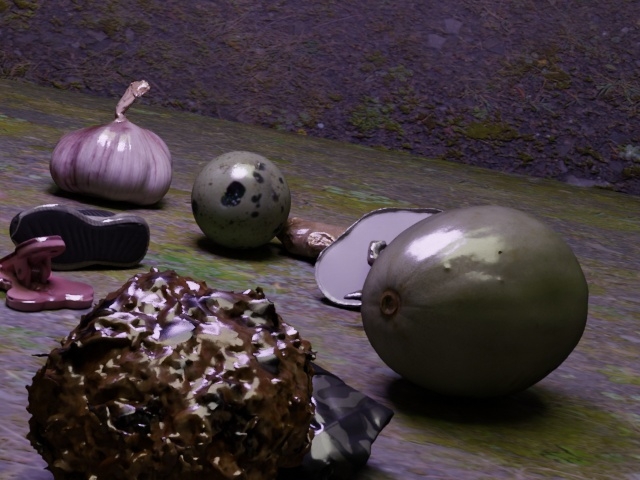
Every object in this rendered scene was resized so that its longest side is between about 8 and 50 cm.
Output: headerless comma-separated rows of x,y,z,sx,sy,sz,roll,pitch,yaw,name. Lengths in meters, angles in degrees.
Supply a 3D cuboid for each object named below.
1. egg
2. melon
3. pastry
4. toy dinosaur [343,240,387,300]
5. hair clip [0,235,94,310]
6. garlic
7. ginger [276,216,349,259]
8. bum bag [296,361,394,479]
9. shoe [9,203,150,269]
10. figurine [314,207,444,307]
-0.139,-0.070,1.863,0.177,0.177,0.228,12,0,8,egg
0.199,0.079,1.325,0.308,0.271,0.272,-5,17,-13,melon
-0.130,0.156,0.941,0.275,0.192,0.274,12,38,-9,pastry
0.185,0.073,1.583,0.294,0.162,0.077,6,-29,2,toy dinosaur
-0.396,0.060,1.429,0.138,0.102,0.123,-22,-14,42,hair clip
-0.400,-0.201,2.067,0.245,0.253,0.245,16,6,-2,garlic
0.000,0.000,1.892,0.213,0.074,0.137,18,5,14,ginger
-0.060,0.160,1.126,0.144,0.095,0.340,-20,28,-37,bum bag
-0.382,-0.009,1.610,0.228,0.099,0.112,5,7,-37,shoe
0.110,0.048,1.710,0.250,0.166,0.141,-13,-19,-5,figurine
